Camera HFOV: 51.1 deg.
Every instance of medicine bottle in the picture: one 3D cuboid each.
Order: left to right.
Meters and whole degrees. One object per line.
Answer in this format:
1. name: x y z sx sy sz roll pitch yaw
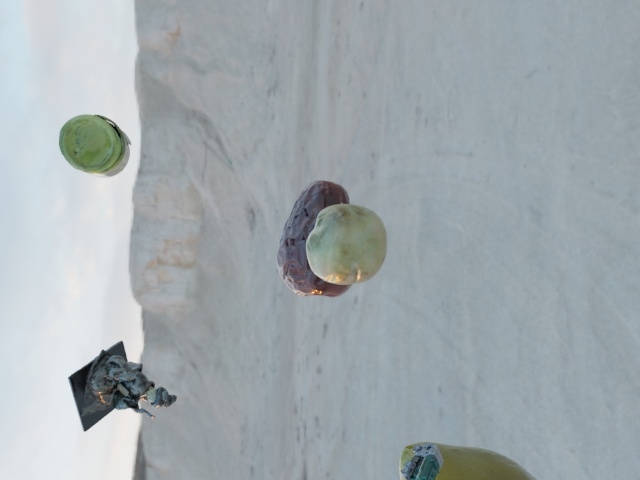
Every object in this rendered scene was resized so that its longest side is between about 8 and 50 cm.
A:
1. medicine bottle: -0.452 -0.189 1.370 0.239 0.124 0.124 -160 73 -77

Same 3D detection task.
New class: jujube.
1. jujube: 0.000 0.000 1.491 0.190 0.189 0.256 117 161 -78

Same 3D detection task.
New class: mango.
1. mango: 0.276 0.448 1.122 0.142 0.331 0.195 -49 37 28

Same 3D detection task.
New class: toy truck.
1. toy truck: 0.146 0.322 0.943 0.039 0.044 0.083 65 -148 -11

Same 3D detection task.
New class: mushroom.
1. mushroom: 0.045 0.007 1.145 0.112 0.147 0.148 -144 57 -76

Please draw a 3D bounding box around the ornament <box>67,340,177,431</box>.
1. ornament: -0.409 0.333 1.447 0.153 0.196 0.166 -40 -48 -48
